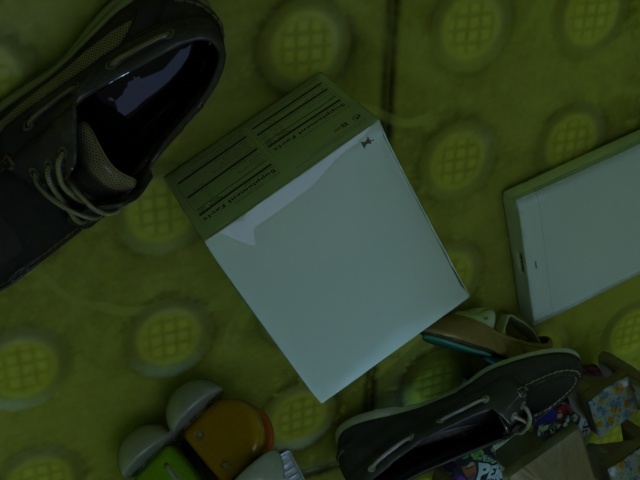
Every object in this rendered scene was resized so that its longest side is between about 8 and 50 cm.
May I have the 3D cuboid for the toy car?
[{"bbox_3d":[-0.130,0.260,1.159,0.182,0.159,0.136,-43,163,1],"label":"toy car"}]

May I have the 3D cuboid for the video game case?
[{"bbox_3d":[0.282,0.280,1.420,0.232,0.042,0.210,-1,116,-26],"label":"video game case"}]

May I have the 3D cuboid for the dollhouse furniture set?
[{"bbox_3d":[0.364,0.431,1.334,0.362,0.256,0.394,-31,120,-12],"label":"dollhouse furniture set"}]

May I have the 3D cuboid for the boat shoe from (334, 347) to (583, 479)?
[{"bbox_3d":[0.183,0.238,1.263,0.335,0.095,0.112,-21,136,5],"label":"boat shoe"}]

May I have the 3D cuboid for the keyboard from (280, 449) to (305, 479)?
[{"bbox_3d":[-0.139,0.354,1.271,0.256,0.014,0.072,-29,126,-10],"label":"keyboard"}]

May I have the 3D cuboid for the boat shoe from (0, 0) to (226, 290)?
[{"bbox_3d":[-0.222,-0.086,0.906,0.132,0.130,0.355,35,98,-36],"label":"boat shoe"}]

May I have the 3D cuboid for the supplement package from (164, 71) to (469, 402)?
[{"bbox_3d":[0.000,0.000,1.057,0.204,0.145,0.262,-35,126,-5],"label":"supplement package"}]

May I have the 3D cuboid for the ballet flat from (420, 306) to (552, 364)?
[{"bbox_3d":[0.217,0.123,1.293,0.232,0.080,0.073,25,76,-37],"label":"ballet flat"}]

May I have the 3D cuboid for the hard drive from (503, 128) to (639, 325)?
[{"bbox_3d":[0.387,-0.035,1.296,0.307,0.040,0.203,-24,125,-12],"label":"hard drive"}]
